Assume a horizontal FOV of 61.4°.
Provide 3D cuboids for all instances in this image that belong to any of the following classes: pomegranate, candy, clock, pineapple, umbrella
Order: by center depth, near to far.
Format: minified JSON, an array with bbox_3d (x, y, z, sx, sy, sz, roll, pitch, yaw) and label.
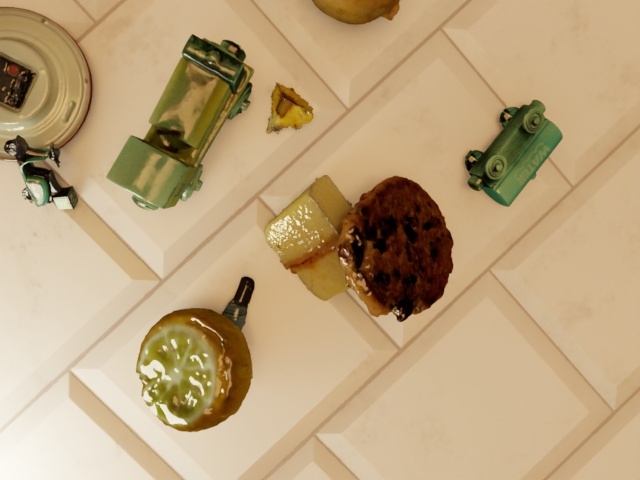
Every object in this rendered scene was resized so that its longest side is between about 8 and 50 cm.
[{"bbox_3d":[0.079,-0.559,1.106,0.233,0.233,0.233,0,94,-6],"label":"pomegranate"},{"bbox_3d":[-0.637,-0.321,1.112,0.319,0.080,0.318,-1,95,-7],"label":"clock"},{"bbox_3d":[-0.269,0.269,1.137,0.260,0.118,0.259,-2,85,19],"label":"candy"},{"bbox_3d":[-0.081,-0.277,1.182,0.114,0.077,0.114,37,103,-3],"label":"pineapple"},{"bbox_3d":[-0.206,0.199,1.209,0.053,0.052,0.250,21,93,19],"label":"umbrella"}]

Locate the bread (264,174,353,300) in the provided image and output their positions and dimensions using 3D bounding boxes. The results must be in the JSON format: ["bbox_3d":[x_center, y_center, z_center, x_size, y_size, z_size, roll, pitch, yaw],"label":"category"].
[{"bbox_3d":[0.000,0.000,1.230,0.178,0.135,0.240,-33,99,31],"label":"bread"}]

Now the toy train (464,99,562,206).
[{"bbox_3d":[0.447,-0.195,1.238,0.159,0.101,0.248,40,89,-23],"label":"toy train"}]

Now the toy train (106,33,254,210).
[{"bbox_3d":[-0.266,-0.232,1.073,0.160,0.253,0.397,30,91,-9],"label":"toy train"}]

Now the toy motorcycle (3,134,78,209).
[{"bbox_3d":[-0.574,-0.140,1.108,0.100,0.058,0.173,-5,130,-3],"label":"toy motorcycle"}]

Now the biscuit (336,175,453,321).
[{"bbox_3d":[0.164,0.020,1.162,0.334,0.081,0.289,-36,102,-38],"label":"biscuit"}]
